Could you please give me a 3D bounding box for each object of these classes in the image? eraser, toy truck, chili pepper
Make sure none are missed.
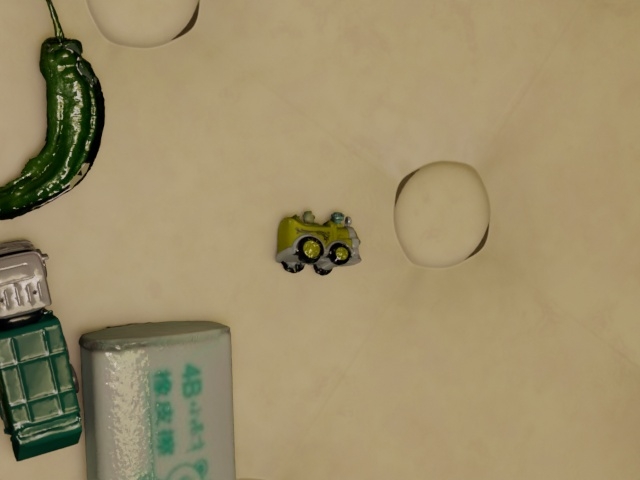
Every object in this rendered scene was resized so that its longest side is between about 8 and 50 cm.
[{"bbox_3d":[-0.197,0.248,1.689,0.189,0.104,0.290,-7,99,-36],"label":"eraser"},{"bbox_3d":[-0.346,0.132,1.614,0.114,0.124,0.253,-15,103,-21],"label":"toy truck"},{"bbox_3d":[-0.316,-0.151,1.622,0.122,0.065,0.279,10,96,-25],"label":"chili pepper"},{"bbox_3d":[0.000,0.000,1.761,0.111,0.076,0.077,4,75,-22],"label":"toy truck"}]
